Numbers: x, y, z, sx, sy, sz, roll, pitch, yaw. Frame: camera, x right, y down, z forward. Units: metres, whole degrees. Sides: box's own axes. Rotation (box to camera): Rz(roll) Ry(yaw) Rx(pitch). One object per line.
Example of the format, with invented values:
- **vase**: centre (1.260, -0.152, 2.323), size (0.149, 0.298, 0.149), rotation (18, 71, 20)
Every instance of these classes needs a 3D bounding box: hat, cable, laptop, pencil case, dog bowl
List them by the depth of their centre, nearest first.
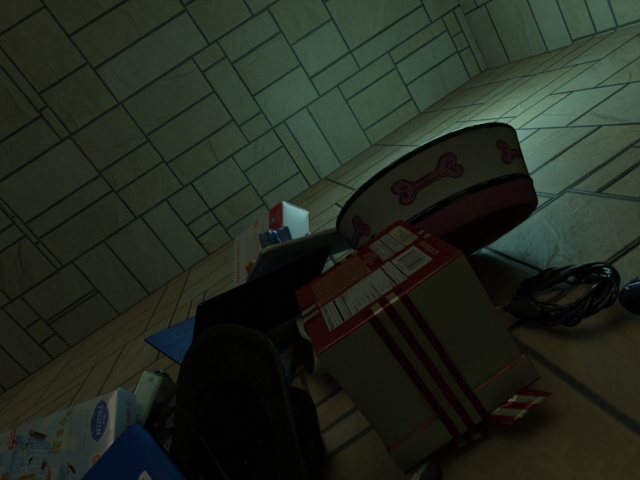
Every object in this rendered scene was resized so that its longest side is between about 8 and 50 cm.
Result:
- **hat**: centre (-0.074, 0.273, 0.529), size (0.134, 0.330, 0.332), rotation (9, -16, -41)
- **cable**: centre (0.397, 0.083, 0.672), size (0.151, 0.047, 0.184), rotation (-30, 2, -20)
- **dog bowl**: centre (0.247, -0.049, 0.861), size (0.409, 0.150, 0.408), rotation (-21, -19, -8)
- **laptop**: centre (-0.232, 0.150, 1.118), size (0.382, 0.236, 0.407), rotation (-24, -33, -40)
- **pencil case**: centre (-0.546, 0.481, 1.189), size (0.273, 0.113, 0.124), rotation (-31, 31, 5)

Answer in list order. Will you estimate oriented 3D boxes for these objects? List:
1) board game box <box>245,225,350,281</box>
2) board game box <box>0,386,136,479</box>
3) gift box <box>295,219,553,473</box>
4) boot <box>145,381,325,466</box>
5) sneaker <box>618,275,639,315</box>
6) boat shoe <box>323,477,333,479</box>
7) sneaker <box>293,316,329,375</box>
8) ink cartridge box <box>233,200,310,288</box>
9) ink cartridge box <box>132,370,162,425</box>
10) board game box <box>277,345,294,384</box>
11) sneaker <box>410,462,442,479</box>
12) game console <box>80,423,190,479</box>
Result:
- **board game box**: centre (0.000, 0.000, 1.110), size (0.390, 0.050, 0.390), rotation (-17, -10, -19)
- **board game box**: centre (-0.531, 0.505, 0.836), size (0.318, 0.065, 0.318), rotation (-22, 51, 6)
- **gift box**: centre (0.149, 0.140, 0.617), size (0.277, 0.258, 0.255), rotation (-33, 17, 4)
- **boot**: centre (-0.204, 0.382, 0.832), size (0.367, 0.146, 0.445), rotation (-34, 12, -8)
- **sneaker**: centre (0.450, 0.101, 0.497), size (0.087, 0.083, 0.221), rotation (-47, 12, 0)
- **boat shoe**: centre (-0.005, 0.416, 0.448), size (0.118, 0.103, 0.320), rotation (-46, 8, 15)
- **sneaker**: centre (0.010, 0.235, 0.940), size (0.123, 0.105, 0.290), rotation (-3, 2, -14)
- **ink cartridge box**: centre (-0.171, 0.038, 1.451), size (0.306, 0.131, 0.225), rotation (-32, 52, 43)
- **ink cartridge box**: centre (-0.451, 0.452, 0.982), size (0.171, 0.056, 0.235), rotation (-50, 22, 42)
- **board game box**: centre (-0.105, 0.304, 0.985), size (0.090, 0.020, 0.090), rotation (-25, 39, 27)
- **sneaker**: centre (0.131, 0.339, 0.473), size (0.076, 0.064, 0.166), rotation (-4, 33, 28)
- **game console**: centre (-0.219, 0.425, 0.514), size (0.293, 0.173, 0.250), rotation (11, 52, 47)
